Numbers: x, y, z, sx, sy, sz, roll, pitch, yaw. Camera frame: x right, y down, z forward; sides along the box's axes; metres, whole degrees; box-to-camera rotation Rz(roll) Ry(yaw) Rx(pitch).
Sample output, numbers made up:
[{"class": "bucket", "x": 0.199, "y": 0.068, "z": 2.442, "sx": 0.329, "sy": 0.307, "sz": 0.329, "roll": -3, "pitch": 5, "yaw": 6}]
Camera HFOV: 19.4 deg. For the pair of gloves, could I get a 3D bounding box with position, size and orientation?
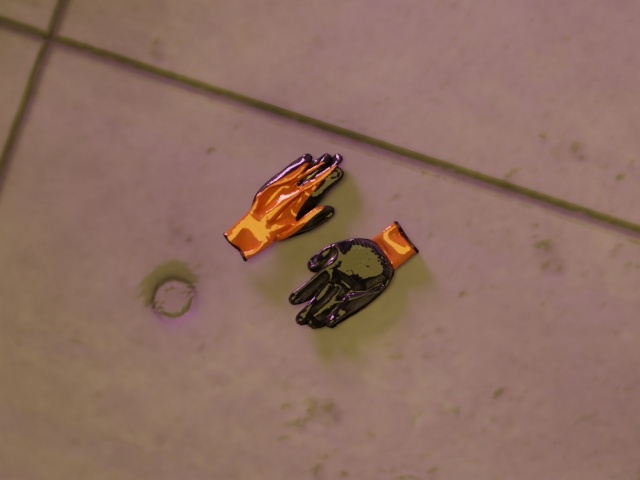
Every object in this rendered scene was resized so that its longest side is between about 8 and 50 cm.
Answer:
[{"class": "pair of gloves", "x": 0.000, "y": 0.000, "z": 0.969, "sx": 0.074, "sy": 0.010, "sz": 0.083, "roll": -41, "pitch": 83, "yaw": 0}]
